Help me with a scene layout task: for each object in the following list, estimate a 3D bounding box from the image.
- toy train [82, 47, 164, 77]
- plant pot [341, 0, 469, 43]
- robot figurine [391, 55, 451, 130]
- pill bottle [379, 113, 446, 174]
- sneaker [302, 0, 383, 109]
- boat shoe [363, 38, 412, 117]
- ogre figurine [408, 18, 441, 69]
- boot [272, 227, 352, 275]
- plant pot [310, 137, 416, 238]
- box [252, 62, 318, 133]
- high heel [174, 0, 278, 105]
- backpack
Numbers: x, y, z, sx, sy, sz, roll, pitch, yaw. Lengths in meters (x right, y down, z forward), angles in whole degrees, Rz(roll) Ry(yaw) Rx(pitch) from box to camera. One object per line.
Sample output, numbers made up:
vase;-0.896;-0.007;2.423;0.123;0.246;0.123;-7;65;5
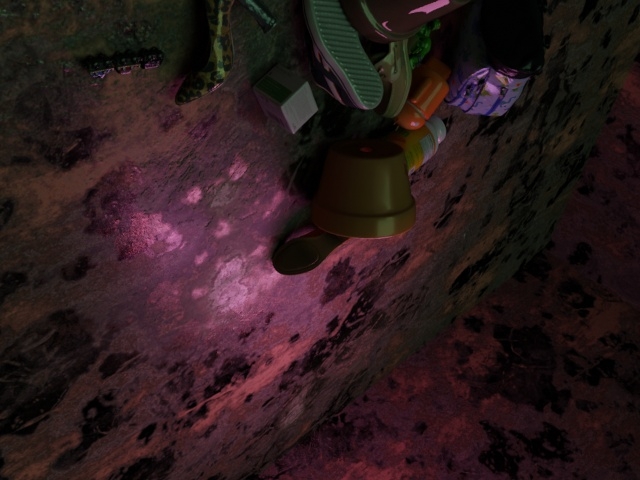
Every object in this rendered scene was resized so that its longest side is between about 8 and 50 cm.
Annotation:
toy train;-0.347;-0.313;1.163;0.158;0.027;0.036;-24;152;-41
plant pot;0.201;-0.552;1.367;0.263;0.229;0.263;-10;106;-39
robot figurine;0.272;-0.402;1.836;0.128;0.158;0.219;35;93;-35
pill bottle;0.261;-0.279;1.942;0.246;0.136;0.136;-39;149;-32
sneaker;0.021;-0.432;1.468;0.126;0.127;0.321;-45;126;-24
boat shoe;0.151;-0.458;1.624;0.110;0.122;0.341;-25;132;-32
ogre figurine;0.241;-0.543;1.662;0.097;0.197;0.118;-18;-170;37
boot;0.000;0.000;1.951;0.283;0.109;0.220;-36;-179;12
plant pot;0.120;-0.153;1.776;0.291;0.291;0.203;-23;124;-41
box;-0.077;-0.315;1.463;0.087;0.101;0.102;-46;151;-11
high heel;-0.229;-0.388;1.223;0.261;0.093;0.186;-43;130;10
backpack;0.475;-0.497;1.827;0.355;0.273;0.290;55;33;-71
